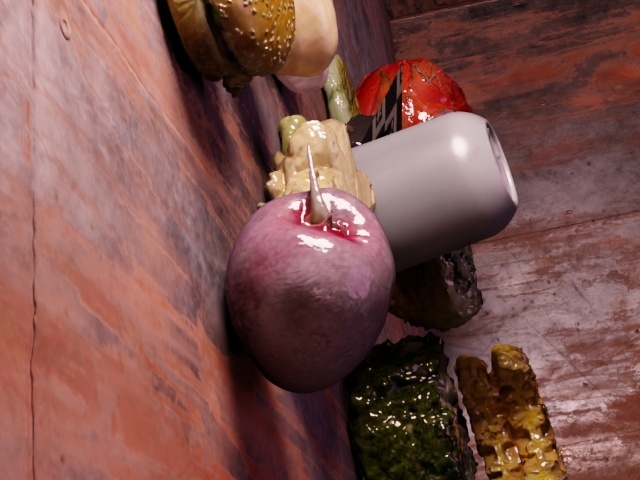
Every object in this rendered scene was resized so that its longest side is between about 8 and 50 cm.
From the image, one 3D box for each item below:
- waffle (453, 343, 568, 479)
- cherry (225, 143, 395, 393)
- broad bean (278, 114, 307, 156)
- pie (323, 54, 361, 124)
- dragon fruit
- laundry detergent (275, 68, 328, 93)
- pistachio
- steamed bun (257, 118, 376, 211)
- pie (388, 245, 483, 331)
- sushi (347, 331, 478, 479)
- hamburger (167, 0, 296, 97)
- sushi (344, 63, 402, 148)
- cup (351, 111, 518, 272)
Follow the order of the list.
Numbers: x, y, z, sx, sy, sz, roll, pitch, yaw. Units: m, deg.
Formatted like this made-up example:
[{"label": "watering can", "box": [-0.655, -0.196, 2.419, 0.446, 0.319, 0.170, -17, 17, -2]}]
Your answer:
[{"label": "waffle", "box": [0.339, 0.346, 2.002, 0.261, 0.151, 0.324, 41, 35, -74]}, {"label": "cherry", "box": [-0.010, 0.050, 1.229, 0.213, 0.183, 0.266, -57, 150, -56]}, {"label": "broad bean", "box": [-0.039, -0.146, 1.705, 0.063, 0.045, 0.083, 28, 60, -76]}, {"label": "pie", "box": [0.047, -0.267, 2.301, 0.240, 0.054, 0.241, -12, 90, -82]}, {"label": "dragon fruit", "box": [0.207, -0.258, 2.544, 0.295, 0.295, 0.302, 7, 69, -80]}, {"label": "laundry detergent", "box": [-0.045, -0.403, 1.826, 0.159, 0.087, 0.335, 66, 16, -56]}, {"label": "pistachio", "box": [-0.059, -0.312, 1.448, 0.157, 0.157, 0.230, -84, 151, -60]}, {"label": "steamed bun", "box": [-0.004, -0.020, 1.505, 0.295, 0.137, 0.292, 22, 59, -71]}, {"label": "pie", "box": [0.143, 0.022, 1.955, 0.288, 0.103, 0.355, 19, -46, 47]}, {"label": "sushi", "box": [0.157, 0.311, 1.927, 0.352, 0.178, 0.294, -36, 113, -81]}, {"label": "hamburger", "box": [-0.103, -0.279, 1.251, 0.215, 0.122, 0.190, 58, 25, -58]}, {"label": "sushi", "box": [0.074, -0.116, 2.190, 0.296, 0.099, 0.373, -63, 157, -48]}, {"label": "cup", "box": [0.128, -0.061, 1.714, 0.205, 0.312, 0.206, -19, 90, -74]}]
